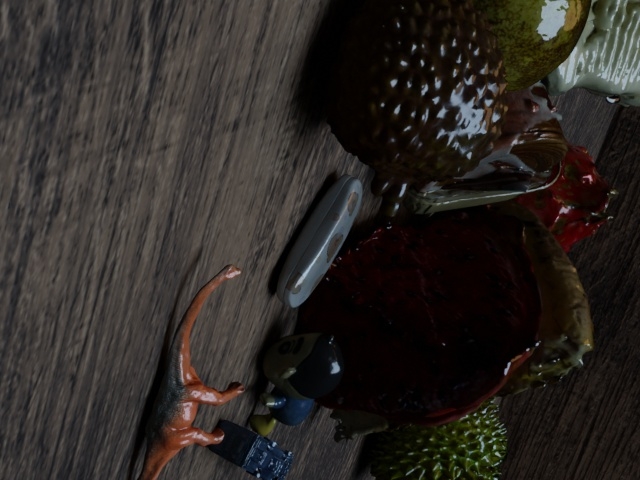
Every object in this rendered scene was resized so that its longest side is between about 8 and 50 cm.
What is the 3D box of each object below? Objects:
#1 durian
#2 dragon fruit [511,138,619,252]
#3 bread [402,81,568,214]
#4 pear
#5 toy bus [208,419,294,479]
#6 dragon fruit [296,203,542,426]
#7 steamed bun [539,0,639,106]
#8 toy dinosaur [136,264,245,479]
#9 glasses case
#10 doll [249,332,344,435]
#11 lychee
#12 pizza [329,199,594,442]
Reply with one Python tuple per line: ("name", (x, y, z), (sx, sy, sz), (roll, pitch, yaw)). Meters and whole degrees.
("durian", (0.200, 0.363, 2.255), (0.291, 0.225, 0.291), (-54, -154, 42))
("dragon fruit", (0.375, -0.074, 2.098), (0.205, 0.268, 0.210), (-55, 130, -23))
("bread", (0.199, -0.108, 1.559), (0.224, 0.142, 0.212), (-10, 163, -20))
("pear", (0.187, -0.260, 1.385), (0.197, 0.197, 0.197), (-55, 161, -31))
("toy bus", (-0.078, 0.249, 1.484), (0.047, 0.065, 0.166), (-63, 161, -11))
("dragon fruit", (0.160, 0.109, 1.609), (0.329, 0.286, 0.228), (-40, 145, -50))
("steamed bun", (0.338, -0.340, 1.659), (0.347, 0.237, 0.394), (-41, 132, -11))
("toy dinosaur", (-0.123, 0.145, 1.216), (0.101, 0.055, 0.279), (9, 108, -49))
("glasses case", (0.000, 0.000, 1.414), (0.164, 0.041, 0.063), (-60, 162, -19))
("doll", (-0.032, 0.160, 1.486), (0.179, 0.089, 0.102), (-48, 177, 39))
("lychee", (0.093, -0.140, 1.256), (0.200, 0.200, 0.238), (-4, 105, -71))
("pizza", (0.197, 0.067, 1.775), (0.080, 0.435, 0.391), (44, 42, -31))
